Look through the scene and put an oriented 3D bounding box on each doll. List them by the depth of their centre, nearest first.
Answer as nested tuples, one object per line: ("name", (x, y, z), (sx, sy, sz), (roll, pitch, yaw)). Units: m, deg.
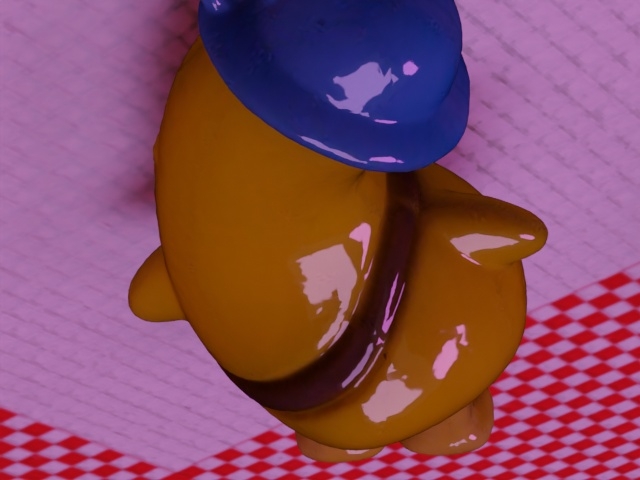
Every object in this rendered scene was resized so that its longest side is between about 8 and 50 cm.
("doll", (0.000, 0.000, 0.804), (0.200, 0.145, 0.363), (-8, 143, 7))
